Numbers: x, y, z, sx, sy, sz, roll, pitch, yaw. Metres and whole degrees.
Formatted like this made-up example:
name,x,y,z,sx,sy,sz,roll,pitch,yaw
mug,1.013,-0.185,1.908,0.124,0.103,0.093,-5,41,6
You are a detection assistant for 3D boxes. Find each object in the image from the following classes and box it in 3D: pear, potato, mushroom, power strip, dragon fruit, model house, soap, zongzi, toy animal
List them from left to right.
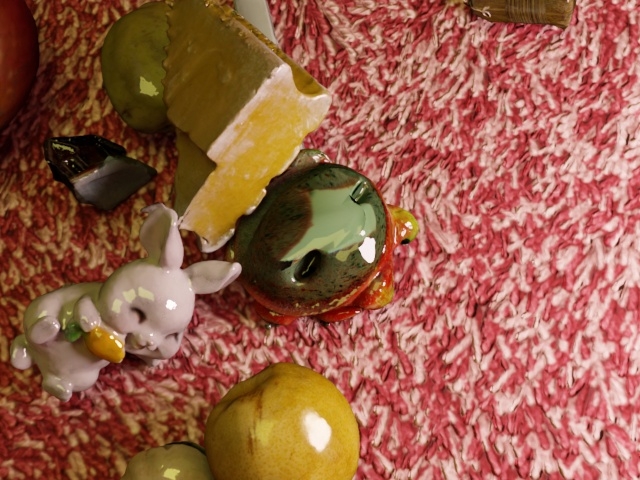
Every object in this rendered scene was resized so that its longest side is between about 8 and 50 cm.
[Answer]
name,x,y,z,sx,sy,sz,roll,pitch,yaw
model house,-0.378,-0.130,1.545,0.152,0.165,0.106,38,92,24
toy animal,-0.283,0.095,1.381,0.325,0.208,0.154,-46,27,7
potato,-0.265,-0.284,1.588,0.197,0.148,0.228,-19,71,-15
mushroom,-0.205,0.346,1.306,0.154,0.122,0.154,-1,100,-6
soap,-0.185,-0.199,1.479,0.304,0.169,0.339,-50,49,9
power strip,-0.084,-0.264,1.584,0.062,0.091,0.385,-15,64,3
pear,-0.045,0.271,1.270,0.209,0.209,0.209,-3,65,7
dragon fruit,0.000,0.000,1.431,0.295,0.130,0.268,-22,59,-1
zongzi,0.344,-0.437,1.612,0.187,0.084,0.184,10,53,18

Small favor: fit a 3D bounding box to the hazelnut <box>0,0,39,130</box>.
name,x,y,z,sx,sy,sz,roll,pitch,yaw
hazelnut,-0.674,-0.330,1.536,0.429,0.402,0.402,25,71,8
